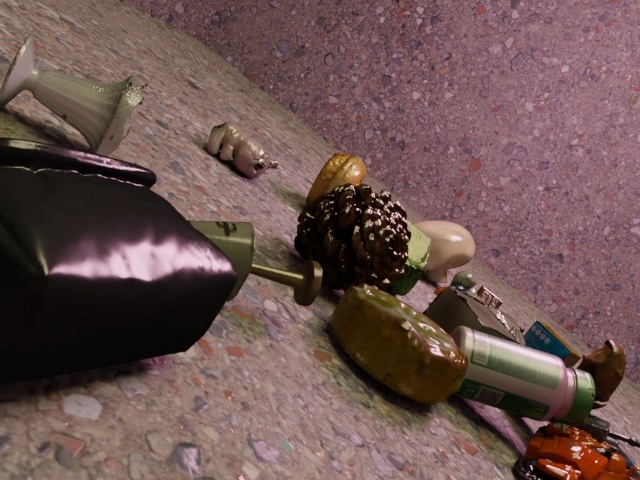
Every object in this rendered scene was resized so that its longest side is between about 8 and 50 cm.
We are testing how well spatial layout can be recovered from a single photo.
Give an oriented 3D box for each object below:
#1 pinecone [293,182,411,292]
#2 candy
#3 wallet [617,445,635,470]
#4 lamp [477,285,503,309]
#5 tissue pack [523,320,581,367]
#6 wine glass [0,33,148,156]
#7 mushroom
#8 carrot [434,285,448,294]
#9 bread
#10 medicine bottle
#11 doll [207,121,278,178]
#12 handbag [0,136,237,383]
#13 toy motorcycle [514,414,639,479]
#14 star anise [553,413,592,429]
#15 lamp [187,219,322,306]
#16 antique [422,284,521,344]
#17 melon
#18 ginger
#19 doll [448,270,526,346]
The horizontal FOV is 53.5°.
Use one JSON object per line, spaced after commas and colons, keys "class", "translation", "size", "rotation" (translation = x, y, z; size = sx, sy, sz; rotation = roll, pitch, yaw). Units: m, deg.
{"class": "pinecone", "translation": [0.073, -0.003, 1.317], "size": [0.243, 0.244, 0.257], "rotation": [32, -7, -22]}
{"class": "candy", "translation": [0.137, 0.175, 1.115], "size": [0.259, 0.118, 0.260], "rotation": [34, 11, -8]}
{"class": "wallet", "translation": [0.716, 0.519, 1.612], "size": [0.111, 0.030, 0.166], "rotation": [30, 13, -10]}
{"class": "lamp", "translation": [0.494, 0.212, 1.950], "size": [0.090, 0.089, 0.325], "rotation": [39, 13, 14]}
{"class": "tissue pack", "translation": [0.703, 0.345, 1.965], "size": [0.082, 0.120, 0.169], "rotation": [26, 16, -33]}
{"class": "wine glass", "translation": [-0.404, -0.228, 1.035], "size": [0.196, 0.165, 0.165], "rotation": [23, 18, -22]}
{"class": "mushroom", "translation": [0.373, 0.037, 2.039], "size": [0.245, 0.203, 0.246], "rotation": [-7, 7, 1]}
{"class": "carrot", "translation": [0.383, 0.158, 1.974], "size": [0.032, 0.032, 0.093], "rotation": [45, 21, 29]}
{"class": "bread", "translation": [0.049, -0.153, 1.808], "size": [0.120, 0.198, 0.236], "rotation": [32, 14, 3]}
{"class": "medicine bottle", "translation": [0.375, 0.265, 1.218], "size": [0.274, 0.134, 0.133], "rotation": [18, 14, 0]}
{"class": "doll", "translation": [-0.205, -0.234, 1.662], "size": [0.192, 0.095, 0.149], "rotation": [34, 11, 0]}
{"class": "handbag", "translation": [-0.253, -0.011, 0.607], "size": [0.275, 0.178, 0.301], "rotation": [42, 14, 19]}
{"class": "toy motorcycle", "translation": [0.491, 0.416, 1.164], "size": [0.221, 0.148, 0.325], "rotation": [19, 10, 27]}
{"class": "star anise", "translation": [0.598, 0.390, 1.602], "size": [0.220, 0.099, 0.214], "rotation": [36, 23, -7]}
{"class": "lamp", "translation": [-0.105, 0.036, 0.937], "size": [0.214, 0.121, 0.121], "rotation": [16, 21, -23]}
{"class": "antique", "translation": [0.311, 0.206, 1.377], "size": [0.146, 0.148, 0.152], "rotation": [27, 17, -34]}
{"class": "melon", "translation": [0.174, 0.051, 1.562], "size": [0.196, 0.124, 0.323], "rotation": [50, -14, 17]}
{"class": "ginger", "translation": [0.504, 0.310, 1.346], "size": [0.107, 0.309, 0.133], "rotation": [31, 46, -29]}
{"class": "doll", "translation": [0.411, 0.215, 1.591], "size": [0.258, 0.154, 0.228], "rotation": [34, 21, -8]}
